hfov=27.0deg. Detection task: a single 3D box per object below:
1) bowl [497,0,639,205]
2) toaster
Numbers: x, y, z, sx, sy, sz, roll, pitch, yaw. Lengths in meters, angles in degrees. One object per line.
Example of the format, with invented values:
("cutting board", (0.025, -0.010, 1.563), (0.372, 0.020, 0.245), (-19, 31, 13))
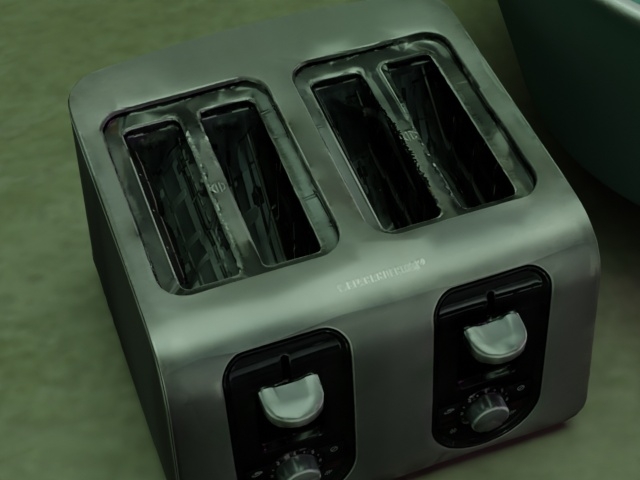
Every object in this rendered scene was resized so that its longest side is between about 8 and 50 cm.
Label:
("bowl", (0.207, -0.118, 0.586), (0.312, 0.163, 0.311), (-1, 50, 1))
("toaster", (0.000, 0.000, 0.525), (0.168, 0.110, 0.185), (-15, 51, -13))
